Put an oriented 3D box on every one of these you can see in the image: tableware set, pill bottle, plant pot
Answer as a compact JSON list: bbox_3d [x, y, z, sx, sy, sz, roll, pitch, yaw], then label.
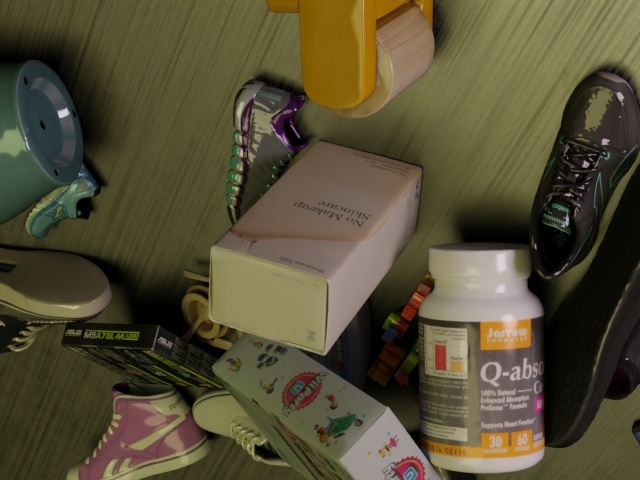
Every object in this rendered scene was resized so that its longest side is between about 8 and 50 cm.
[{"bbox_3d":[-0.133,0.120,1.861,0.194,0.039,0.128,12,122,38],"label":"tableware set"},{"bbox_3d":[0.206,0.146,1.651,0.162,0.162,0.279,1,96,26],"label":"pill bottle"},{"bbox_3d":[-0.489,-0.138,1.824,0.255,0.272,0.272,-13,112,17],"label":"plant pot"}]

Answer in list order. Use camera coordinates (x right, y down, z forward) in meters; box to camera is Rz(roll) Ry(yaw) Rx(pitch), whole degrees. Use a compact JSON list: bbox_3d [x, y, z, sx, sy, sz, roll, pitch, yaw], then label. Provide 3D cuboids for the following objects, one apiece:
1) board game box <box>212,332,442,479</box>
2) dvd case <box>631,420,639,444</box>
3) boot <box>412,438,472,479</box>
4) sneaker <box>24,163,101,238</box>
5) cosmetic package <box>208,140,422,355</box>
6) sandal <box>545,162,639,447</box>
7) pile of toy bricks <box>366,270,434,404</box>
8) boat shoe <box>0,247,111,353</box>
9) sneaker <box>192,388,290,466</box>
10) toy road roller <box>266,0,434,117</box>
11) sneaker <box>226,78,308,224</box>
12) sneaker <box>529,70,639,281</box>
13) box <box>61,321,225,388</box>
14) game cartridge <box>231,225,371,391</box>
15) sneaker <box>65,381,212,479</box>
[{"bbox_3d":[0.014,0.260,1.717,0.303,0.097,0.224,28,158,50],"label":"board game box"},{"bbox_3d":[0.560,0.280,1.685,0.253,0.022,0.180,-24,104,35],"label":"dvd case"},{"bbox_3d":[0.143,0.394,1.922,0.178,0.085,0.236,-4,109,31],"label":"boot"},{"bbox_3d":[-0.386,-0.046,1.939,0.073,0.063,0.162,42,128,-6],"label":"sneaker"},{"bbox_3d":[0.000,0.000,1.617,0.160,0.309,0.113,15,123,17],"label":"cosmetic package"},{"bbox_3d":[0.378,0.100,1.593,0.107,0.168,0.446,13,126,-10],"label":"sandal"},{"bbox_3d":[0.131,0.155,1.772,0.118,0.105,0.212,32,127,6],"label":"pile of toy bricks"},{"bbox_3d":[-0.459,0.107,2.041,0.340,0.127,0.158,12,129,30],"label":"boat shoe"},{"bbox_3d":[-0.089,0.288,1.968,0.258,0.091,0.094,7,121,23],"label":"sneaker"},{"bbox_3d":[-0.006,-0.323,1.500,0.240,0.202,0.330,8,117,26],"label":"toy road roller"},{"bbox_3d":[-0.069,-0.102,1.738,0.098,0.083,0.224,13,122,14],"label":"sneaker"},{"bbox_3d":[0.313,-0.069,1.544,0.101,0.106,0.267,19,118,18],"label":"sneaker"},{"bbox_3d":[-0.261,0.174,1.942,0.184,0.045,0.190,-3,155,33],"label":"box"},{"bbox_3d":[-0.026,0.118,1.863,0.198,0.062,0.297,10,122,26],"label":"game cartridge"},{"bbox_3d":[-0.323,0.311,2.102,0.282,0.102,0.161,-23,103,24],"label":"sneaker"}]
